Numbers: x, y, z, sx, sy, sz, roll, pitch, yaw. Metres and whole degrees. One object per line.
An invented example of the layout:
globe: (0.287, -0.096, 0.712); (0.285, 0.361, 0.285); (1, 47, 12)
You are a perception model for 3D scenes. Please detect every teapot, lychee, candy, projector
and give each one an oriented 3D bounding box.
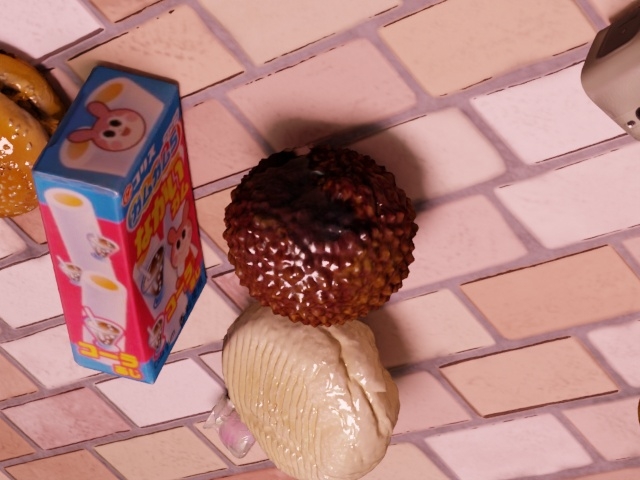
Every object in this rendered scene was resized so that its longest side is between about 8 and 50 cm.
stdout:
teapot: (-0.096, 0.207, 2.068); (0.064, 0.064, 0.083); (33, 111, 3)
lychee: (0.000, 0.000, 1.667); (0.188, 0.188, 0.188); (16, 142, 13)
candy: (-0.196, -0.011, 1.780); (0.100, 0.157, 0.306); (14, 141, 16)
projector: (0.269, -0.140, 1.409); (0.083, 0.083, 0.082); (40, 141, -16)

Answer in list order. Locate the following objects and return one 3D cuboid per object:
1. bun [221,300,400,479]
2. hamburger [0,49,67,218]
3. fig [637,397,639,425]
bun: (0.002, 0.146, 1.867); (0.220, 0.134, 0.220); (30, 134, 36)
hamburger: (-0.335, -0.100, 1.795); (0.182, 0.118, 0.191); (-13, 132, 44)
fig: (0.358, 0.162, 1.737); (0.084, 0.082, 0.098); (33, 105, 15)
